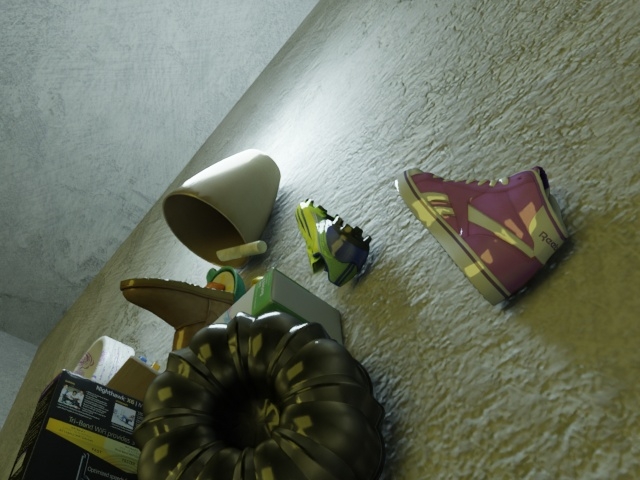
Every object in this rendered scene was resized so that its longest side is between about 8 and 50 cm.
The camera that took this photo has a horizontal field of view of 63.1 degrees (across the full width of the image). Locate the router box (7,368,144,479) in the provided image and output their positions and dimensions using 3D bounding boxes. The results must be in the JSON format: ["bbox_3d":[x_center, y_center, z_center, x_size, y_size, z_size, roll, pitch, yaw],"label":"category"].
[{"bbox_3d":[-0.347,0.388,0.890,0.081,0.309,0.243,-46,28,19],"label":"router box"}]

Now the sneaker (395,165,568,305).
[{"bbox_3d":[0.219,-0.051,0.709,0.161,0.102,0.282,-45,39,12],"label":"sneaker"}]

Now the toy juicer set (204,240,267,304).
[{"bbox_3d":[-0.194,0.105,1.145,0.209,0.089,0.329,-33,45,33],"label":"toy juicer set"}]

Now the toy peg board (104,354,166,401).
[{"bbox_3d":[-0.411,0.351,1.221,0.161,0.161,0.079,-48,12,15],"label":"toy peg board"}]

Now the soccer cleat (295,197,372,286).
[{"bbox_3d":[-0.001,0.000,1.008,0.121,0.093,0.289,-60,26,5],"label":"soccer cleat"}]

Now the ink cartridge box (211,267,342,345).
[{"bbox_3d":[-0.090,0.170,0.887,0.212,0.154,0.093,-43,27,23],"label":"ink cartridge box"}]

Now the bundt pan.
[{"bbox_3d":[-0.084,0.225,0.657,0.331,0.124,0.330,-6,50,7],"label":"bundt pan"}]

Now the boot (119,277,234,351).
[{"bbox_3d":[-0.266,0.214,0.961,0.089,0.236,0.269,-24,58,54],"label":"boot"}]

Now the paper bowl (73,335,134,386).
[{"bbox_3d":[-0.619,0.427,1.472,0.284,0.148,0.284,-39,32,30],"label":"paper bowl"}]

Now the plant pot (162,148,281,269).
[{"bbox_3d":[-0.225,-0.111,1.366,0.256,0.256,0.274,-20,30,49],"label":"plant pot"}]
